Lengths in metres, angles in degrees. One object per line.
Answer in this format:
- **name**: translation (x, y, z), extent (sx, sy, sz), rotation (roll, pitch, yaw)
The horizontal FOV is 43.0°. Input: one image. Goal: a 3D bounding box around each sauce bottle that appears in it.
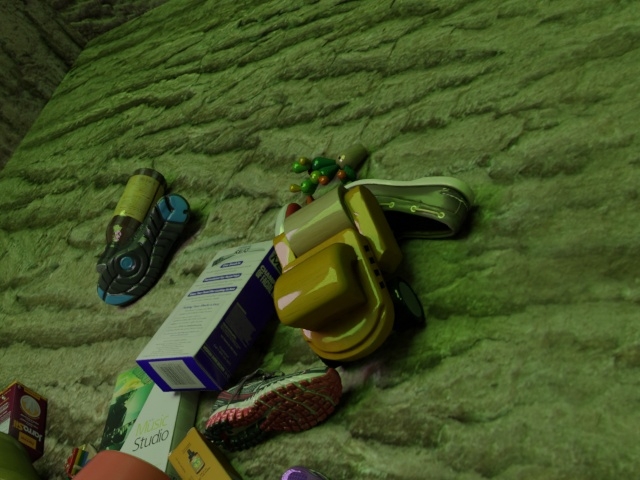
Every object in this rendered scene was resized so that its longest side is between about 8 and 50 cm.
- **sauce bottle**: translation (-0.536, -0.050, 2.283), extent (0.111, 0.111, 0.344), rotation (-16, 42, 36)

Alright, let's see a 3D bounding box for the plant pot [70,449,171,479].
- **plant pot**: translation (-0.372, 0.522, 1.415), extent (0.275, 0.275, 0.243), rotation (-13, 34, 38)

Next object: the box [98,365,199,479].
- **box**: translation (-0.362, 0.392, 1.694), extent (0.232, 0.058, 0.322), rotation (-25, 39, 27)

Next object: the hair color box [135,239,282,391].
- **hair color box**: translation (-0.205, 0.153, 1.675), extent (0.185, 0.110, 0.339), rotation (-10, 36, 41)

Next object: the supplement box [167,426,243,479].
- **supplement box**: translation (-0.190, 0.434, 1.457), extent (0.078, 0.080, 0.233), rotation (-49, 36, -6)

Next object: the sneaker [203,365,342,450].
- **sneaker**: translation (-0.092, 0.281, 1.473), extent (0.299, 0.121, 0.112), rotation (-24, 36, 30)

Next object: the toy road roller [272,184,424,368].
- **toy road roller**: translation (0.018, 0.052, 1.428), extent (0.203, 0.241, 0.329), rotation (-31, 63, 20)

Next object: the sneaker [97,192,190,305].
- **sneaker**: translation (-0.455, 0.029, 2.146), extent (0.341, 0.125, 0.139), rotation (-51, 7, -4)

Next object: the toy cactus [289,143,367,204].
- **toy cactus**: translation (0.035, -0.149, 1.825), extent (0.180, 0.112, 0.219), rotation (-37, 28, -22)

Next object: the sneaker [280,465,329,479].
- **sneaker**: translation (-0.023, 0.434, 1.257), extent (0.095, 0.104, 0.236), rotation (-41, 33, 9)

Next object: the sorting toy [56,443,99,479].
- **sorting toy**: translation (-0.511, 0.493, 1.686), extent (0.274, 0.046, 0.132), rotation (4, 68, 65)

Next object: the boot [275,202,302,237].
- **boot**: translation (0.000, 0.000, 1.665), extent (0.176, 0.088, 0.244), rotation (-30, 51, 28)

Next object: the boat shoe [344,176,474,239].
- **boat shoe**: translation (0.140, -0.051, 1.582), extent (0.324, 0.116, 0.096), rotation (-2, 50, 38)

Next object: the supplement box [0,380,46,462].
- **supplement box**: translation (-0.740, 0.451, 1.985), extent (0.081, 0.104, 0.188), rotation (-37, 36, 12)

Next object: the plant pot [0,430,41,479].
- **plant pot**: translation (-0.718, 0.567, 1.674), extent (0.366, 0.366, 0.353), rotation (-47, 22, -3)
